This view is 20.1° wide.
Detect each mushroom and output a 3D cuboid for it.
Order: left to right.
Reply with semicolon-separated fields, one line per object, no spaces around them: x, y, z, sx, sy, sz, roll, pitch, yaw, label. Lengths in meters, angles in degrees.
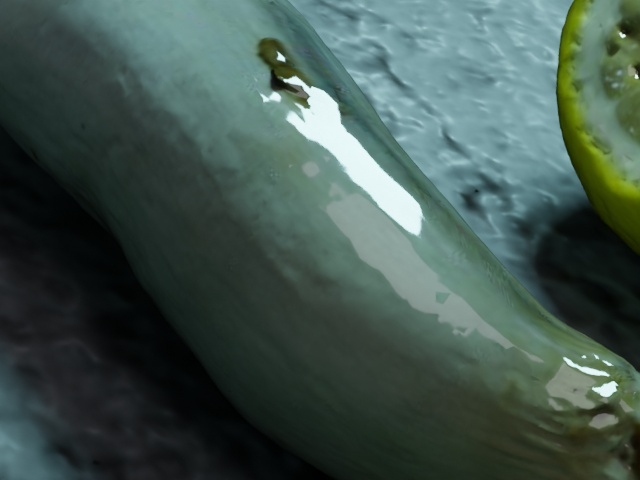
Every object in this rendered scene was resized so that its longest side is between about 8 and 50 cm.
0.001;0.001;0.751;0.177;0.126;0.397;14;29;-52;mushroom

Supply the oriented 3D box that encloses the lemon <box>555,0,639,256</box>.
0.253;-0.070;0.892;0.219;0.240;0.240;22;26;-44;lemon
